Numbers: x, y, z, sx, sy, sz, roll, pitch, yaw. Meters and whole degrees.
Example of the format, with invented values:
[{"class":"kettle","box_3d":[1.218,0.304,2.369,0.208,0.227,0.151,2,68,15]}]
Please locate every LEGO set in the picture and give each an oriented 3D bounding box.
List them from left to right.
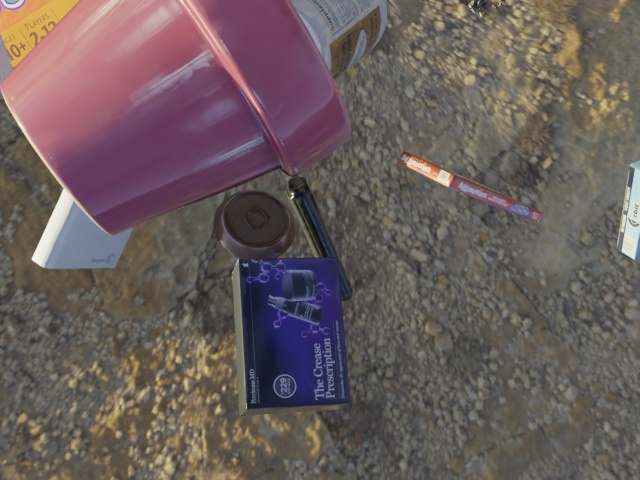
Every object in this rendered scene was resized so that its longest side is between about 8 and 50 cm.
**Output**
[{"class":"LEGO set","box_3d":[0.294,-0.429,1.539,0.083,0.023,0.054,-5,131,-38]}]

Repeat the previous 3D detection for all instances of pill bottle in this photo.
[{"class":"pill bottle","box_3d":[-0.034,-0.215,0.924,0.131,0.229,0.131,20,133,23]}]

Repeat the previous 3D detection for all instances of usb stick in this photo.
[{"class":"usb stick","box_3d":[0.000,0.000,1.624,0.045,0.077,0.278,-23,125,2]}]

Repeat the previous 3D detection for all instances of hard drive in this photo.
[{"class":"hard drive","box_3d":[-0.411,-0.108,1.696,0.047,0.233,0.353,31,99,19]}]

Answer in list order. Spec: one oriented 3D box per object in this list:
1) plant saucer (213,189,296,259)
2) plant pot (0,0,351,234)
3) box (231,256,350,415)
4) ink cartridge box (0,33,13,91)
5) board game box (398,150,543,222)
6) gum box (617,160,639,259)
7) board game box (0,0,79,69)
[{"class":"plant saucer","box_3d":[-0.130,-0.037,1.727,0.168,0.168,0.029,16,149,-3]},{"class":"plant pot","box_3d":[-0.107,-0.105,0.597,0.180,0.201,0.201,-34,104,-4]},{"class":"box","box_3d":[-0.055,0.167,1.515,0.184,0.103,0.261,-2,73,-11]},{"class":"ink cartridge box","box_3d":[-0.416,-0.253,0.775,0.115,0.198,0.273,-30,73,15]},{"class":"board game box","box_3d":[0.293,-0.101,1.654,0.281,0.145,0.027,17,103,-41]},{"class":"gum box","box_3d":[0.549,-0.073,1.333,0.184,0.041,0.157,-22,129,-22]},{"class":"board game box","box_3d":[-0.337,-0.470,1.120,0.356,0.356,0.356,-18,113,31]}]
